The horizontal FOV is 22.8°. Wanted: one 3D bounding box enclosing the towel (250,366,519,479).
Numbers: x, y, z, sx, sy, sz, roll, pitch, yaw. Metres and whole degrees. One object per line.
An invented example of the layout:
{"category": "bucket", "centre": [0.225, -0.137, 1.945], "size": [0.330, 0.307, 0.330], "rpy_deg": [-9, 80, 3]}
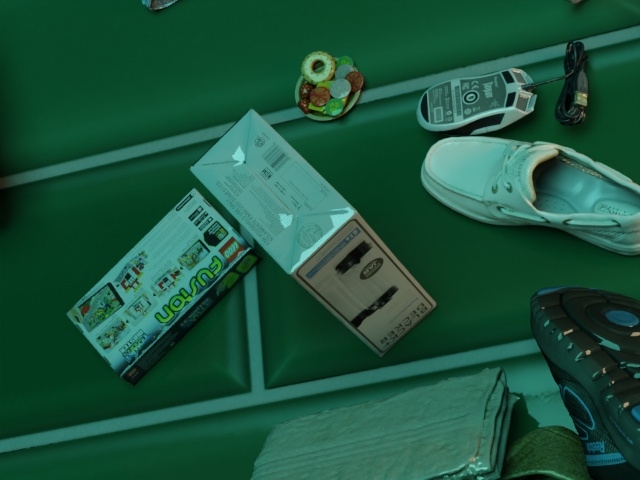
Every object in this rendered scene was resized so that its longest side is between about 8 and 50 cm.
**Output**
{"category": "towel", "centre": [0.055, 0.216, 1.575], "size": [0.282, 0.049, 0.187], "rpy_deg": [-16, 22, 22]}

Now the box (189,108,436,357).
{"category": "box", "centre": [0.000, 0.000, 1.611], "size": [0.087, 0.290, 0.169], "rpy_deg": [-45, 63, 0]}

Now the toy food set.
{"category": "toy food set", "centre": [0.009, -0.177, 1.830], "size": [0.082, 0.020, 0.083], "rpy_deg": [15, 74, 24]}

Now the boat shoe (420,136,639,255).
{"category": "boat shoe", "centre": [0.227, -0.065, 1.662], "size": [0.277, 0.096, 0.098], "rpy_deg": [15, 75, 25]}

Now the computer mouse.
{"category": "computer mouse", "centre": [0.201, -0.154, 1.738], "size": [0.193, 0.042, 0.106], "rpy_deg": [-11, 55, 16]}

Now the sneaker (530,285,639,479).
{"category": "sneaker", "centre": [0.270, 0.154, 1.499], "size": [0.125, 0.140, 0.341], "rpy_deg": [2, 25, -9]}

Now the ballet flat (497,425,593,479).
{"category": "ballet flat", "centre": [0.121, 0.298, 1.533], "size": [0.342, 0.116, 0.124], "rpy_deg": [-27, 19, 4]}

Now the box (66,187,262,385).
{"category": "box", "centre": [-0.178, 0.052, 1.798], "size": [0.207, 0.036, 0.114], "rpy_deg": [-44, 62, -1]}

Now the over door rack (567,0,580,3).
{"category": "over door rack", "centre": [0.428, -0.365, 1.688], "size": [0.239, 0.108, 0.324], "rpy_deg": [27, 101, 27]}

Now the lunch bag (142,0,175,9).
{"category": "lunch bag", "centre": [-0.193, -0.331, 1.949], "size": [0.083, 0.053, 0.071], "rpy_deg": [-32, 60, 16]}
